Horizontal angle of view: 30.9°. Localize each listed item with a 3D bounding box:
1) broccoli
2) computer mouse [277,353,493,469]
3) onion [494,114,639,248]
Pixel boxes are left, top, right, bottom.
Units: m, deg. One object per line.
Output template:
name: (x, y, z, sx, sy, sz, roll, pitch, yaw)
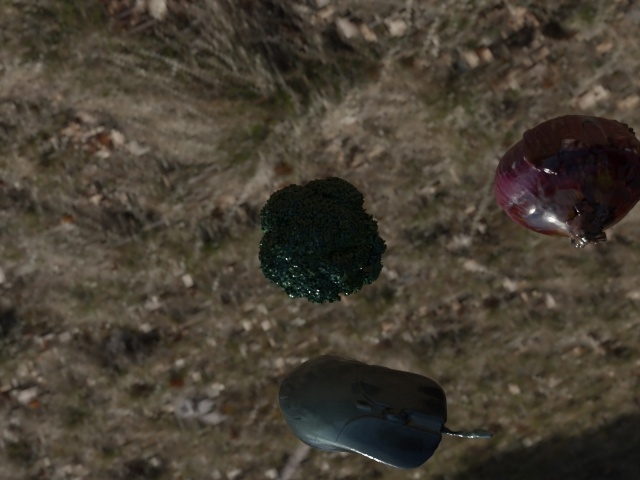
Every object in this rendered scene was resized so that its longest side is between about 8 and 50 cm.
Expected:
broccoli: (0.000, 0.000, 1.647, 0.195, 0.195, 0.156, -29, 179, 5)
computer mouse: (0.093, 0.274, 1.868, 0.379, 0.167, 0.090, 7, 167, 26)
onion: (0.364, -0.069, 1.666, 0.230, 0.163, 0.230, 2, 150, 1)
